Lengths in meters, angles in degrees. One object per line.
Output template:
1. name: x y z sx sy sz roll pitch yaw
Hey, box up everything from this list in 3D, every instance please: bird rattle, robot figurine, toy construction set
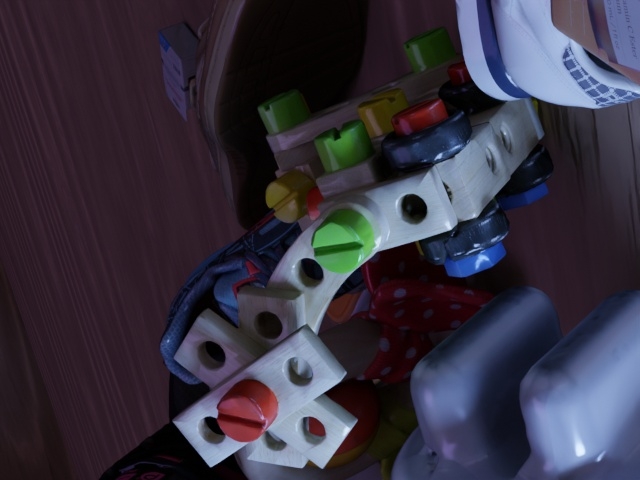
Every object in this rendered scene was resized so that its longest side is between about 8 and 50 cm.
1. bird rattle: 0.035 0.111 1.163 0.143 0.207 0.253 55 163 25
2. robot figurine: 0.159 0.203 0.921 0.300 0.200 0.353 2 117 45
3. toy construction set: 0.021 -0.017 0.946 0.151 0.215 0.327 60 -150 -25

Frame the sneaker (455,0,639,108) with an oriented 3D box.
1. sneaker: 0.111 -0.178 0.810 0.095 0.090 0.235 15 131 51

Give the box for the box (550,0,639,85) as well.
1. box: 0.175 -0.122 0.659 0.170 0.091 0.130 46 152 47

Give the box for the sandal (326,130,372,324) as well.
1. sandal: 0.005 0.009 1.308 0.102 0.076 0.265 58 159 23

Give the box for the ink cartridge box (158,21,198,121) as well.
1. ink cartridge box: -0.129 -0.160 1.549 0.048 0.028 0.083 53 157 35

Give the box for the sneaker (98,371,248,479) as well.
1. sneaker: -0.109 0.241 1.495 0.202 0.185 0.482 47 -150 -34

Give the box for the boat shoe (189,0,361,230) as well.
1. boat shoe: -0.052 -0.129 1.231 0.110 0.122 0.341 58 161 22

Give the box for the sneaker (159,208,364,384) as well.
1. sneaker: -0.020 0.027 1.185 0.104 0.125 0.262 45 123 -4

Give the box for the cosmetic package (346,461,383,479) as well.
1. cosmetic package: 0.093 0.331 1.265 0.197 0.155 0.365 55 170 -32
